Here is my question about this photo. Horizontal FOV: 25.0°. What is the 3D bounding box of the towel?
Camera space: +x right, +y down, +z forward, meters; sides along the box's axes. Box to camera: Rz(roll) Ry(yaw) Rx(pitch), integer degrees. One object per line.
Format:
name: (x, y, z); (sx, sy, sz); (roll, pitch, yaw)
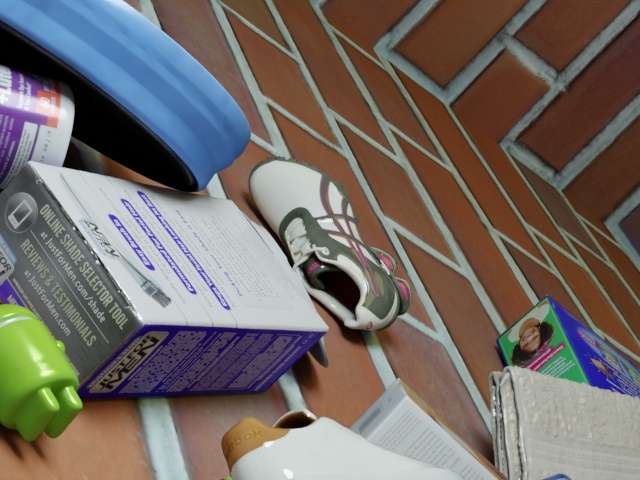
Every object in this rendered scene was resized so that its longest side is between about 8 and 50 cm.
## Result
towel: (0.322, 0.264, 1.793); (0.282, 0.049, 0.187); (15, 62, -37)

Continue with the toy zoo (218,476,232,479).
toy zoo: (0.011, 0.275, 1.276); (0.192, 0.030, 0.293); (48, 17, 15)

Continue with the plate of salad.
plate of salad: (-0.051, 0.056, 1.566); (0.200, 0.048, 0.200); (57, -9, 15)

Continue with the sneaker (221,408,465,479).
sneaker: (0.029, 0.199, 1.260); (0.290, 0.106, 0.123); (20, 31, -51)

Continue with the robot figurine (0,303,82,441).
robot figurine: (-0.228, 0.096, 1.091); (0.115, 0.067, 0.101); (51, 26, 24)

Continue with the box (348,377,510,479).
box: (0.114, 0.235, 1.459); (0.170, 0.091, 0.130); (43, 1, -4)

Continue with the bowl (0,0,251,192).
bowl: (-0.250, -0.177, 1.412); (0.391, 0.077, 0.391); (32, -10, 7)

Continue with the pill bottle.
pill bottle: (-0.322, -0.110, 1.256); (0.194, 0.108, 0.108); (14, 30, -26)

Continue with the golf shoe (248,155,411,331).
golf shoe: (0.000, 0.000, 1.804); (0.273, 0.105, 0.120); (47, 24, 13)

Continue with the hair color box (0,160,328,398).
hair color box: (-0.150, 0.044, 1.334); (0.185, 0.110, 0.339); (52, 17, 21)

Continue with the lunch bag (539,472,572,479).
lunch bag: (0.307, 0.393, 1.548); (0.303, 0.115, 0.243); (49, 15, 20)

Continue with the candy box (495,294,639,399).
candy box: (0.416, 0.263, 2.094); (0.268, 0.122, 0.317); (37, 17, -24)
